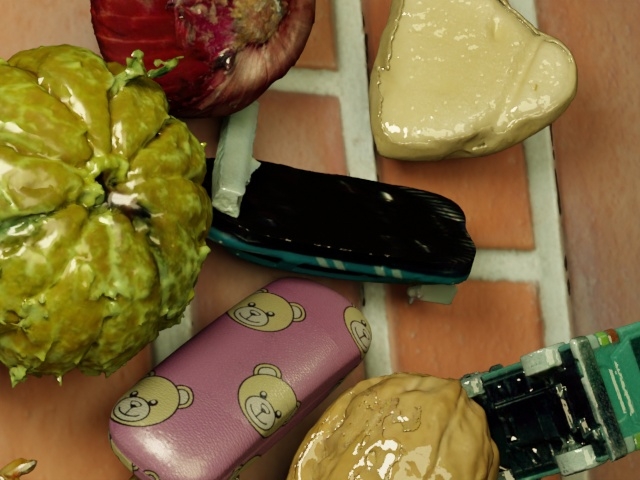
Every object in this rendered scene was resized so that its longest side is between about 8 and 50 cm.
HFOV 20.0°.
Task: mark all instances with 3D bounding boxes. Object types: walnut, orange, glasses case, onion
[{"bbox_3d":[0.064,0.238,1.714,0.198,0.198,0.245,33,67,-14],"label":"walnut"},{"bbox_3d":[-0.236,-0.021,1.633,0.300,0.223,0.301,-21,91,-33],"label":"orange"},{"bbox_3d":[-0.071,0.132,1.706,0.123,0.076,0.316,36,43,17],"label":"glasses case"},{"bbox_3d":[-0.127,-0.242,1.761,0.252,0.219,0.252,-31,133,-39],"label":"onion"}]

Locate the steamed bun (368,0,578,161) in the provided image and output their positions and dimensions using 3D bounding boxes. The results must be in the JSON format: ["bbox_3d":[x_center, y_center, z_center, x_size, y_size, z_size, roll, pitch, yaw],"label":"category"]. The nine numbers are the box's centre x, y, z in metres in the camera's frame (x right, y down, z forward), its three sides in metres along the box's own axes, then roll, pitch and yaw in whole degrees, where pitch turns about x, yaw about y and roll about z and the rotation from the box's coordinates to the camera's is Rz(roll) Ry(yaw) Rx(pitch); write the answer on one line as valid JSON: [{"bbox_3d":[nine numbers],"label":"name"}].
[{"bbox_3d":[0.158,-0.163,1.918,0.212,0.110,0.231,17,71,-2],"label":"steamed bun"}]

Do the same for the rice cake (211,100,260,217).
[{"bbox_3d":[-0.080,-0.086,1.781,0.042,0.030,0.180,22,34,-13],"label":"rice cake"}]

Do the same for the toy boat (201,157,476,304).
[{"bbox_3d":[0.000,0.000,1.811,0.299,0.092,0.134,10,38,-15],"label":"toy boat"}]

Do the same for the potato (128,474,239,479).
[{"bbox_3d":[-0.138,0.238,1.689,0.103,0.066,0.096,21,100,-10],"label":"potato"}]

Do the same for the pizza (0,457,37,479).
[{"bbox_3d":[-0.209,0.291,1.623,0.288,0.074,0.251,-36,90,-15],"label":"pizza"}]

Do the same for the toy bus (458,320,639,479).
[{"bbox_3d":[0.226,0.169,1.781,0.147,0.256,0.128,-13,81,-35],"label":"toy bus"}]
